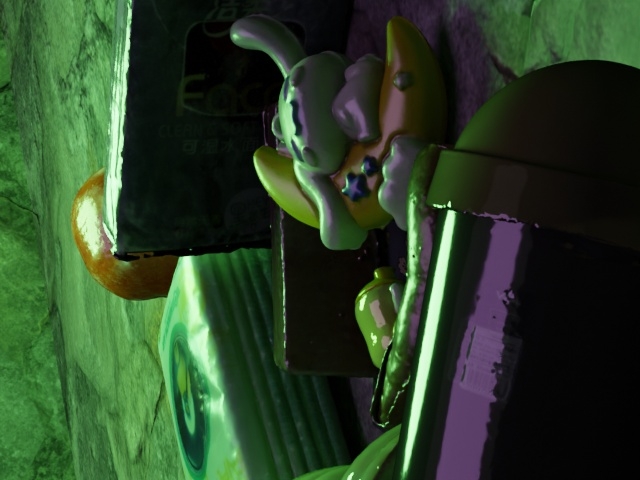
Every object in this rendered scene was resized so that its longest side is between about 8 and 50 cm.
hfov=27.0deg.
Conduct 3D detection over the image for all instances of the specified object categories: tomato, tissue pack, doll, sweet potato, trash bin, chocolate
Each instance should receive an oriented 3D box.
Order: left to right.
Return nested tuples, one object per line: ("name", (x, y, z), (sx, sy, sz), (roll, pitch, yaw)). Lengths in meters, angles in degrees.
("tomato", (-0.249, -0.028, 1.923), (0.188, 0.232, 0.232), (106, 150, -48))
("tissue pack", (-0.115, -0.163, 1.522), (0.122, 0.259, 0.361), (-127, 39, -50))
("tissue pack", (-0.086, 0.217, 1.648), (0.287, 0.162, 0.388), (112, 146, -55))
("chocolate", (0.000, 0.000, 1.452), (0.112, 0.112, 0.321), (-173, 80, -75))
("doll", (0.018, -0.114, 1.325), (0.237, 0.111, 0.252), (-4, 98, 41))
("doll", (0.078, 0.109, 1.345), (0.106, 0.062, 0.162), (117, 143, -58))
("sweet potato", (0.108, 0.051, 1.232), (0.112, 0.085, 0.286), (37, 124, 55))
("trash bin", (0.166, 0.044, 0.903), (0.214, 0.214, 0.334), (-168, 88, -67))

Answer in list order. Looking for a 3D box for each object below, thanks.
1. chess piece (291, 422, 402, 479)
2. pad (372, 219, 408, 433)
("chess piece", (0.072, 0.273, 1.195), (0.442, 0.234, 0.234), (144, 119, -68))
("pad", (0.090, 0.104, 1.403), (0.170, 0.006, 0.245), (-152, 60, -65))
